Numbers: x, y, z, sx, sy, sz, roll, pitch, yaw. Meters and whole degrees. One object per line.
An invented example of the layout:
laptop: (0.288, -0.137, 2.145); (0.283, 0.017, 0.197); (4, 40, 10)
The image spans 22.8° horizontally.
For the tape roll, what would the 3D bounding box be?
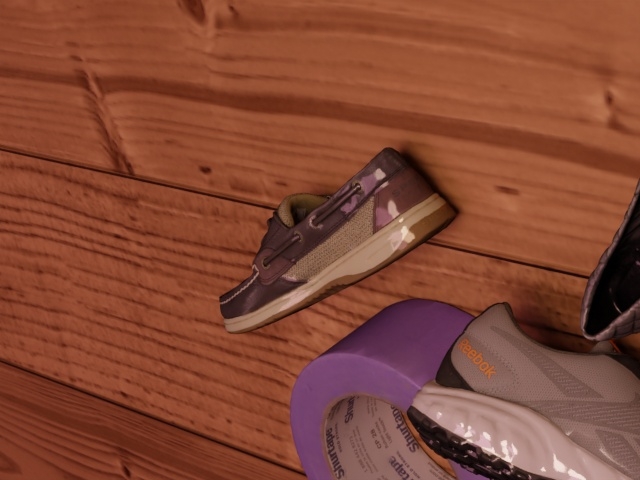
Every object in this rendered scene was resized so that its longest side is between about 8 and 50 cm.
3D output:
tape roll: (0.073, 0.140, 1.089); (0.189, 0.080, 0.189); (27, 134, 32)

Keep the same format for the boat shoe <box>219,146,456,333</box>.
boat shoe: (0.000, 0.000, 1.073); (0.223, 0.080, 0.073); (-29, 88, 48)

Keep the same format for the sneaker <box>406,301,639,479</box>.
sneaker: (0.190, 0.123, 0.930); (0.271, 0.108, 0.100); (26, 166, 12)

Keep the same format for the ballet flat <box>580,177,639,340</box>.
ballet flat: (0.190, -0.004, 0.875); (0.057, 0.049, 0.173); (37, 139, 22)
